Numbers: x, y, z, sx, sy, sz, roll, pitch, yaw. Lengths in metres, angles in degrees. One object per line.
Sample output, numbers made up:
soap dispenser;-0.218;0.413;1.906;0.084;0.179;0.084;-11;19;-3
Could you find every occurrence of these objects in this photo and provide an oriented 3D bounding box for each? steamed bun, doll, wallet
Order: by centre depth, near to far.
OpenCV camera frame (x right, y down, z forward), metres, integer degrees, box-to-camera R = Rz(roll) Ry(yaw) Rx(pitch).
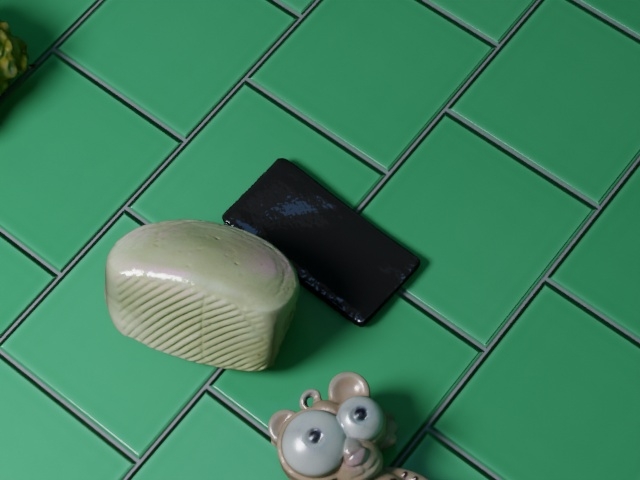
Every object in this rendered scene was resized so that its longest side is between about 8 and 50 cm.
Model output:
doll;0.064;0.282;1.704;0.278;0.119;0.154;43;76;15
steamed bun;-0.140;0.055;1.803;0.239;0.170;0.152;17;48;9
wallet;0.000;0.000;1.890;0.244;0.025;0.124;36;72;20

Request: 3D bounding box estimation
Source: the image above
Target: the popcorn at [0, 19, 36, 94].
popcorn;-0.498;-0.229;1.960;0.169;0.218;0.189;36;86;-27
